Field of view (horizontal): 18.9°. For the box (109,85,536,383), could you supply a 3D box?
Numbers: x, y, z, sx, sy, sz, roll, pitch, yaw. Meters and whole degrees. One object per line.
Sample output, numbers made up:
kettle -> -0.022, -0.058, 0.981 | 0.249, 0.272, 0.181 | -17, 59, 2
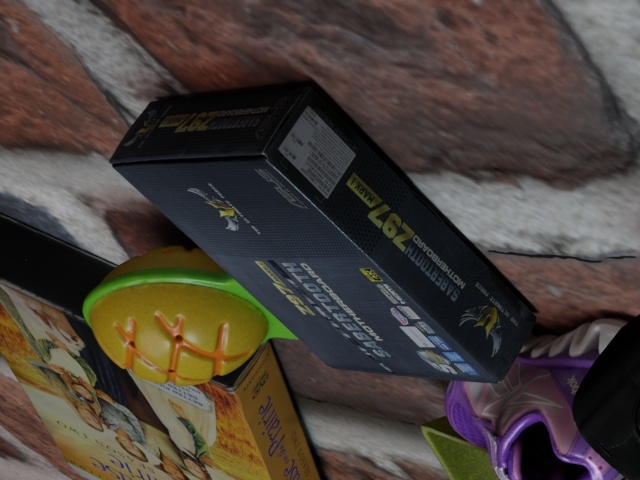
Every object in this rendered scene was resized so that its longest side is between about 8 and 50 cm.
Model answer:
box -> 0.000, 0.000, 1.227 | 0.232, 0.059, 0.183 | 45, 157, -28

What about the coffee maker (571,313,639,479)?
coffee maker -> 0.192, 0.067, 0.960 | 0.120, 0.171, 0.178 | 61, 162, 16

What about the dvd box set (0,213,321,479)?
dvd box set -> -0.148, 0.154, 1.739 | 0.307, 0.062, 0.420 | 24, 155, 23

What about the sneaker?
sneaker -> 0.138, 0.117, 1.231 | 0.095, 0.104, 0.236 | 37, 159, -15

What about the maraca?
maraca -> -0.086, 0.053, 1.418 | 0.185, 0.099, 0.127 | -8, 150, 23

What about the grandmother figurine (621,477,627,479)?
grandmother figurine -> 0.229, 0.220, 1.240 | 0.342, 0.104, 0.208 | 6, 107, 34

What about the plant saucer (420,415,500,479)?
plant saucer -> 0.185, 0.191, 1.404 | 0.188, 0.045, 0.188 | 18, 154, 33
